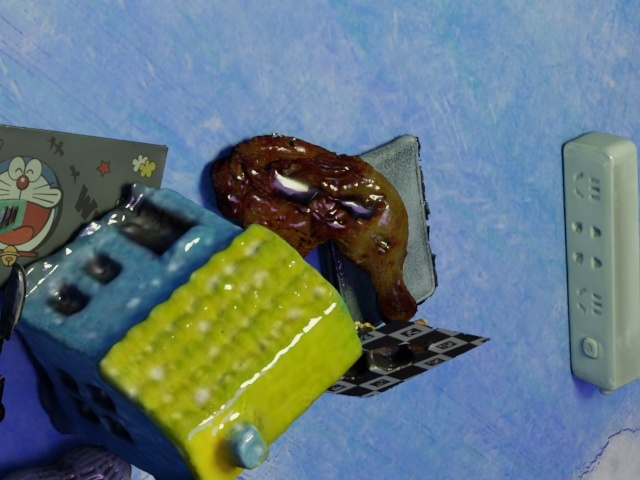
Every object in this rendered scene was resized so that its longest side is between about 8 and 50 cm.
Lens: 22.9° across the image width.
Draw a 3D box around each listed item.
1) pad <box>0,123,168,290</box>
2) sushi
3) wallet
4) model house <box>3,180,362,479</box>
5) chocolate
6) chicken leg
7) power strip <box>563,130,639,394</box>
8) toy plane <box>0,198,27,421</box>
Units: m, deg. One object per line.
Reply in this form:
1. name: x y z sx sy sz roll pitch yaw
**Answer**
1. pad: -0.263 -0.029 1.597 0.245 0.006 0.170 5 98 -44
2. sushi: 0.065 0.124 1.855 0.193 0.210 0.040 14 56 -45
3. wallet: 0.064 -0.001 1.897 0.167 0.036 0.222 -26 118 -34
4. model house: -0.123 0.115 1.574 0.237 0.303 0.215 -42 136 -26
5. chocolate: -0.266 0.255 1.634 0.167 0.072 0.072 -16 113 -40
6. chicken leg: 0.008 -0.010 1.784 0.322 0.083 0.177 17 104 -31
7. power strip: 0.388 0.042 2.177 0.062 0.091 0.385 -22 117 -35
8. toy plane: -0.359 0.138 1.493 0.155 0.106 0.382 -5 106 -48
